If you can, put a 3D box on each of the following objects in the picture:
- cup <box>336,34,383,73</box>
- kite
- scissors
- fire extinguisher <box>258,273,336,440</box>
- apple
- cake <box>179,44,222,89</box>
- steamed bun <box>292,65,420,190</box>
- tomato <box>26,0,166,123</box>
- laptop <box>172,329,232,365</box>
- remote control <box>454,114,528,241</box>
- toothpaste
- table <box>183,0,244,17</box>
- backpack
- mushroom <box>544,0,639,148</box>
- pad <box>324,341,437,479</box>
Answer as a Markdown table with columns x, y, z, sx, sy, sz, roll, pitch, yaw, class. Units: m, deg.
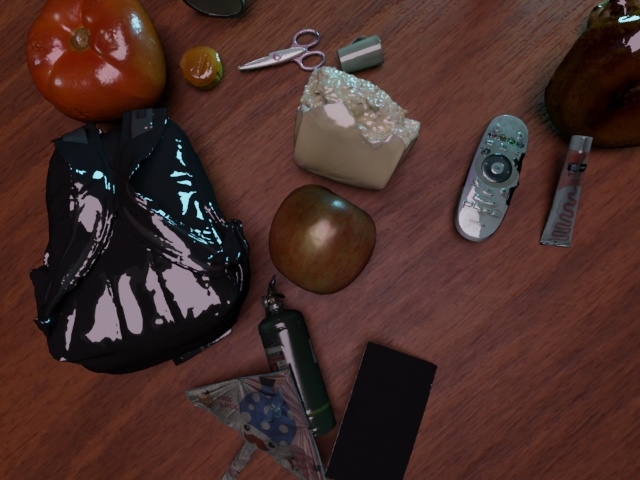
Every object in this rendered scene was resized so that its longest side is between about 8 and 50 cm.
| x | y | z | sx | sy | sz | roll | pitch | yaw | class |
| --- | --- | --- | --- | --- | --- | --- | --- | --- | --- |
| 0.075 | -0.371 | 0.876 | 0.083 | 0.054 | 0.075 | -17 | 87 | 5 | cup |
| -0.115 | 0.355 | 0.808 | 0.335 | 0.011 | 0.314 | 31 | 110 | 14 | kite |
| -0.081 | -0.369 | 0.902 | 0.176 | 0.022 | 0.085 | -15 | 89 | 0 | scissors |
| -0.059 | 0.210 | 0.830 | 0.093 | 0.118 | 0.294 | -16 | 86 | -29 | fire extinguisher |
| 0.000 | 0.000 | 0.793 | 0.188 | 0.188 | 0.174 | 31 | 94 | 5 | apple |
| -0.240 | -0.347 | 0.902 | 0.084 | 0.044 | 0.084 | 0 | 86 | 2 | cake |
| 0.066 | -0.205 | 0.810 | 0.225 | 0.170 | 0.200 | 17 | 83 | 3 | steamed bun |
| -0.412 | -0.344 | 0.845 | 0.259 | 0.180 | 0.260 | -1 | 84 | 7 | tomato |
| -0.278 | 0.132 | 0.891 | 0.135 | 0.016 | 0.197 | -31 | 86 | 0 | laptop |
| 0.325 | -0.118 | 0.849 | 0.097 | 0.045 | 0.256 | 23 | 85 | 4 | remote control |
| 0.452 | -0.086 | 0.819 | 0.056 | 0.036 | 0.205 | 6 | 109 | 8 | toothpaste |
| -0.197 | -0.572 | 0.871 | 0.126 | 0.126 | 0.220 | 7 | 86 | 4 | table |
| -0.324 | -0.014 | 0.782 | 0.363 | 0.255 | 0.446 | -20 | 73 | -5 | backpack |
| 0.555 | -0.288 | 0.773 | 0.267 | 0.267 | 0.254 | 43 | 63 | 5 | mushroom |
| 0.114 | 0.321 | 0.809 | 0.163 | 0.004 | 0.243 | 23 | 81 | -20 | pad |
